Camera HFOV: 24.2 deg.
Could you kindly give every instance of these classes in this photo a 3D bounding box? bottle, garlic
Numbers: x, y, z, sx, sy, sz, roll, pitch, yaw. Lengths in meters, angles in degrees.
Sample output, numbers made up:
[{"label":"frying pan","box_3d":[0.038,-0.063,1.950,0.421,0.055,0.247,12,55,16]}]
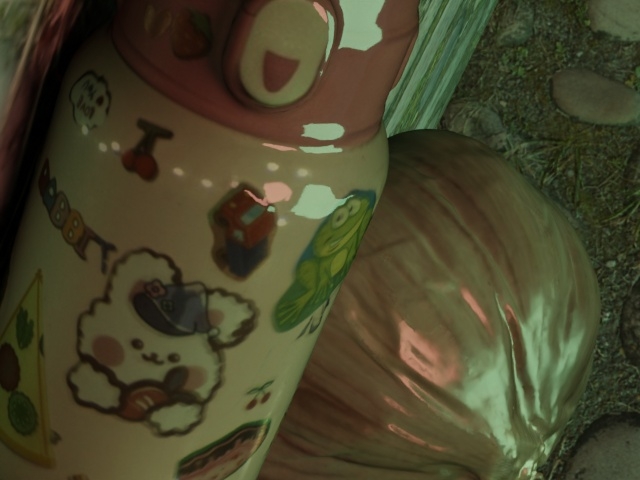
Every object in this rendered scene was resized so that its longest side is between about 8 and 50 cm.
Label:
[{"label":"bottle","box_3d":[-0.042,-0.014,0.520,0.253,0.120,0.120,-68,173,31]},{"label":"garlic","box_3d":[0.068,0.071,1.058,0.317,0.259,0.317,-25,146,-18]}]
